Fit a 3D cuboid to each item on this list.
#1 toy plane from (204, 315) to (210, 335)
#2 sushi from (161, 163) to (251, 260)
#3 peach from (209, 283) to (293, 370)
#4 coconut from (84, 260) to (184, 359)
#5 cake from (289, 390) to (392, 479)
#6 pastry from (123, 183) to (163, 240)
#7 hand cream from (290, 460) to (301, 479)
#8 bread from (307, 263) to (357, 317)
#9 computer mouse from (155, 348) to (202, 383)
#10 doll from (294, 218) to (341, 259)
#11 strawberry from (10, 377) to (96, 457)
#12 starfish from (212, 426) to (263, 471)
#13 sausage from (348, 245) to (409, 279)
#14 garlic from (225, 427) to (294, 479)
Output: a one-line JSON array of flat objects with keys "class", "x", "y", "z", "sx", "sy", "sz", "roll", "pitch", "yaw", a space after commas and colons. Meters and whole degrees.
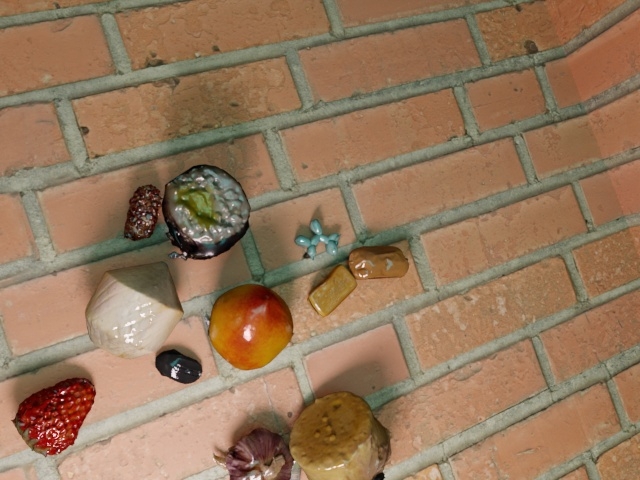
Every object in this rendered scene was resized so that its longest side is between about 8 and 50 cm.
[{"class": "toy plane", "x": -0.384, "y": 0.302, "z": 1.910, "sx": 0.078, "sy": 0.031, "sz": 0.083, "roll": 27, "pitch": 72, "yaw": -24}, {"class": "sushi", "x": -0.394, "y": -0.082, "z": 1.828, "sx": 0.281, "sy": 0.294, "sz": 0.299, "roll": -14, "pitch": 87, "yaw": -21}, {"class": "peach", "x": -0.239, "y": 0.287, "z": 1.811, "sx": 0.289, "sy": 0.308, "sz": 0.289, "roll": 2, "pitch": 78, "yaw": -9}, {"class": "coconut", "x": -0.588, "y": 0.211, "z": 1.733, "sx": 0.328, "sy": 0.329, "sz": 0.329, "roll": 3, "pitch": 81, "yaw": -16}, {"class": "cake", "x": 0.092, "y": 0.741, "z": 1.860, "sx": 0.332, "sy": 0.332, "sz": 0.321, "roll": -37, "pitch": 118, "yaw": -18}, {"class": "pastry", "x": -0.617, "y": -0.099, "z": 1.857, "sx": 0.115, "sy": 0.097, "sz": 0.209, "roll": 11, "pitch": 77, "yaw": 3}, {"class": "hand cream", "x": -0.106, "y": 0.865, "z": 1.895, "sx": 0.086, "sy": 0.055, "sz": 0.235, "roll": 11, "pitch": 87, "yaw": -15}, {"class": "bread", "x": 0.042, "y": 0.191, "z": 2.028, "sx": 0.200, "sy": 0.077, "sz": 0.116, "roll": -43, "pitch": 93, "yaw": -19}, {"class": "computer mouse", "x": -0.487, "y": 0.437, "z": 1.844, "sx": 0.172, "sy": 0.057, "sz": 0.099, "roll": 25, "pitch": 79, "yaw": -13}, {"class": "doll", "x": 0.000, "y": 0.000, "z": 2.054, "sx": 0.159, "sy": 0.059, "sz": 0.158, "roll": -41, "pitch": 92, "yaw": -19}, {"class": "strawberry", "x": -0.816, "y": 0.535, "z": 1.679, "sx": 0.205, "sy": 0.205, "sz": 0.244, "roll": 49, "pitch": 52, "yaw": -4}, {"class": "starfish", "x": -0.236, "y": 0.779, "z": 1.872, "sx": 0.295, "sy": 0.048, "sz": 0.231, "roll": 39, "pitch": 68, "yaw": -13}, {"class": "sausage", "x": 0.228, "y": 0.087, "z": 2.074, "sx": 0.241, "sy": 0.120, "sz": 0.136, "roll": 2, "pitch": 79, "yaw": -16}, {"class": "garlic", "x": -0.197, "y": 0.756, "z": 1.779, "sx": 0.245, "sy": 0.160, "sz": 0.245, "roll": 5, "pitch": 76, "yaw": -21}]
